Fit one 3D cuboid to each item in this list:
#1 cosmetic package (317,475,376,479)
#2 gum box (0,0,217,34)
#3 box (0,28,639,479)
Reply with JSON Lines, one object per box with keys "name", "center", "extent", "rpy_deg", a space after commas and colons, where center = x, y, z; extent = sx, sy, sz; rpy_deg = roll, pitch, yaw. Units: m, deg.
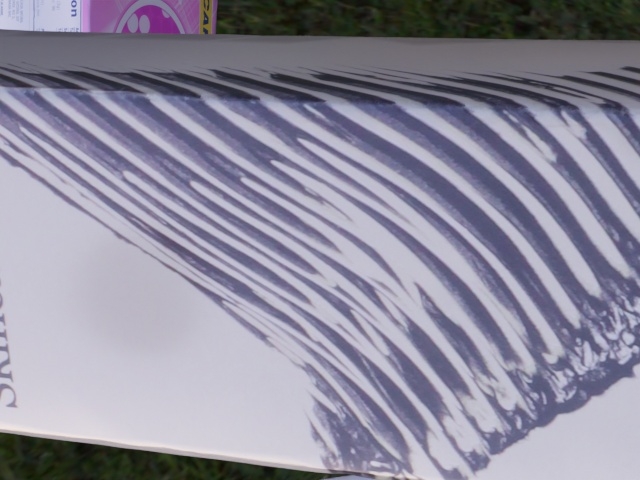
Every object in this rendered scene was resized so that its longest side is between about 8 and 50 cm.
{"name": "cosmetic package", "center": [-0.083, 0.258, 0.756], "extent": [0.156, 0.385, 0.217], "rpy_deg": [-42, 59, 57]}
{"name": "gum box", "center": [-0.099, -0.077, 0.625], "extent": [0.062, 0.107, 0.188], "rpy_deg": [3, 95, 25]}
{"name": "box", "center": [0.000, 0.000, 0.399], "extent": [0.275, 0.094, 0.113], "rpy_deg": [2, 109, 19]}
